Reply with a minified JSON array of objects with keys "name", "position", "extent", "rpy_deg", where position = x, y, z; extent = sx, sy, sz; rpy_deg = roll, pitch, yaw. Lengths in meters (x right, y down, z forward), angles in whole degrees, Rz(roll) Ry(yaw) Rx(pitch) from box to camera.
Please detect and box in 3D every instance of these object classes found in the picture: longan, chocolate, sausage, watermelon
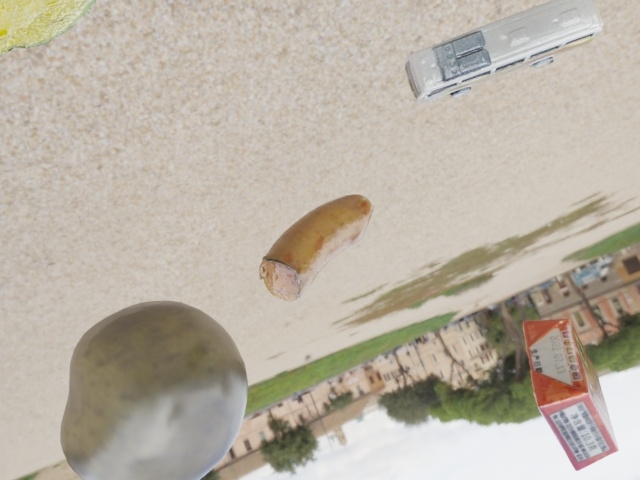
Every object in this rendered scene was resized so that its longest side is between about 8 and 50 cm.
[{"name":"longan","position":[-0.340,0.323,1.298],"extent":[0.404,0.404,0.336],"rpy_deg":[-21,179,-8]},{"name":"chocolate","position":[0.520,0.312,1.306],"extent":[0.108,0.237,0.235],"rpy_deg":[-20,-148,24]},{"name":"sausage","position":[-0.001,0.001,1.125],"extent":[0.270,0.109,0.109],"rpy_deg":[-39,-179,-39]},{"name":"watermelon","position":[-0.358,-0.303,0.690],"extent":[0.232,0.127,0.204],"rpy_deg":[-25,172,28]}]

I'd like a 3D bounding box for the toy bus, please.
[{"name":"toy bus","position":[0.326,-0.347,1.145],"extent":[0.342,0.097,0.138],"rpy_deg":[-18,-177,11]}]
